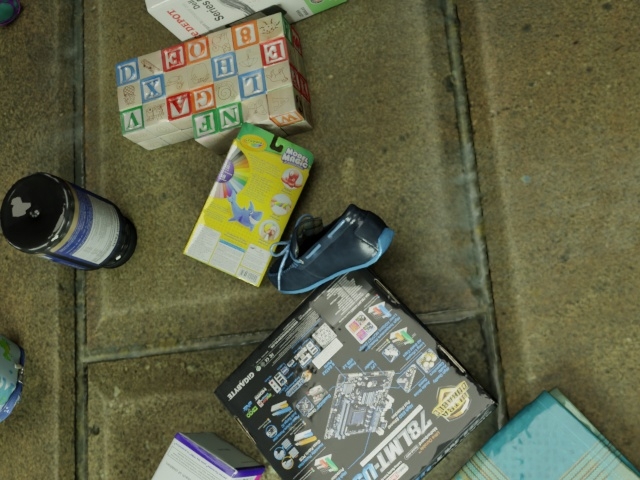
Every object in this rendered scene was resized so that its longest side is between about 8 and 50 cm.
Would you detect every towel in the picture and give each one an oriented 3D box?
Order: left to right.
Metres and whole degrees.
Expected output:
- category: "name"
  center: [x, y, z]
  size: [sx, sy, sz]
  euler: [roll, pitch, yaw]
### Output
- category: "towel"
  center: [0.267, 0.409, 1.093]
  size: [0.370, 0.040, 0.271]
  euler: [-45, 67, 6]

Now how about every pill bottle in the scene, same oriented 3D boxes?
- category: "pill bottle"
  center: [-0.381, -0.020, 1.307]
  size: [0.122, 0.219, 0.123]
  euler: [-4, 77, 17]

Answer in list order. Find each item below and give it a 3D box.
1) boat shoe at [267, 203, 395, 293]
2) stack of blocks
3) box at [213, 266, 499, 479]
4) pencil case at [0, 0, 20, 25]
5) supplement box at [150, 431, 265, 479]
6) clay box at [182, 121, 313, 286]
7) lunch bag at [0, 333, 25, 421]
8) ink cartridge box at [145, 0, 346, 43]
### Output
- category: "boat shoe"
  center: [0.000, 0.000, 1.188]
  size: [0.258, 0.089, 0.109]
  euler: [-28, 24, 46]
- category: "stack of blocks"
  center: [-0.174, -0.233, 1.355]
  size: [0.297, 0.087, 0.171]
  euler: [-13, 75, 16]
- category: "box"
  center: [0.044, 0.223, 1.189]
  size: [0.295, 0.073, 0.293]
  euler: [-46, 69, 3]
- category: "pencil case"
  center: [-0.629, -0.467, 1.573]
  size: [0.151, 0.064, 0.070]
  euler: [42, 118, 21]
- category: "supplement box"
  center: [-0.193, 0.398, 1.209]
  size: [0.114, 0.111, 0.220]
  euler: [27, 87, 22]
- category: "clay box"
  center: [-0.109, -0.056, 1.286]
  size: [0.127, 0.053, 0.222]
  euler: [25, 85, -10]
- category: "lunch bag"
  center: [-0.577, 0.253, 1.350]
  size: [0.219, 0.090, 0.176]
  euler: [-39, 30, 5]
- category: "ink cartridge box"
  center: [-0.121, -0.414, 1.319]
  size: [0.272, 0.198, 0.115]
  euler: [-19, 74, 14]
